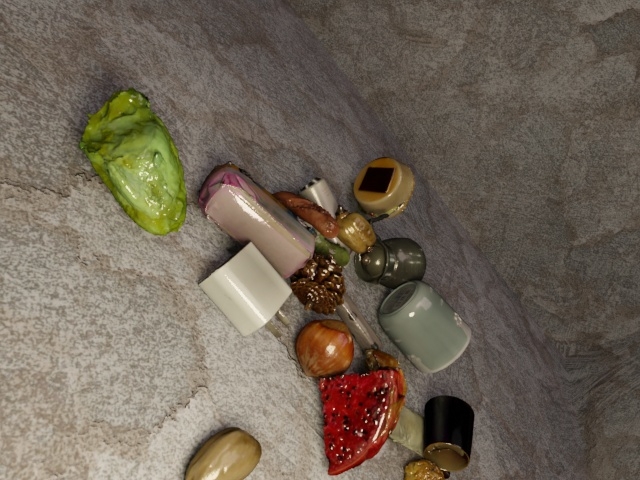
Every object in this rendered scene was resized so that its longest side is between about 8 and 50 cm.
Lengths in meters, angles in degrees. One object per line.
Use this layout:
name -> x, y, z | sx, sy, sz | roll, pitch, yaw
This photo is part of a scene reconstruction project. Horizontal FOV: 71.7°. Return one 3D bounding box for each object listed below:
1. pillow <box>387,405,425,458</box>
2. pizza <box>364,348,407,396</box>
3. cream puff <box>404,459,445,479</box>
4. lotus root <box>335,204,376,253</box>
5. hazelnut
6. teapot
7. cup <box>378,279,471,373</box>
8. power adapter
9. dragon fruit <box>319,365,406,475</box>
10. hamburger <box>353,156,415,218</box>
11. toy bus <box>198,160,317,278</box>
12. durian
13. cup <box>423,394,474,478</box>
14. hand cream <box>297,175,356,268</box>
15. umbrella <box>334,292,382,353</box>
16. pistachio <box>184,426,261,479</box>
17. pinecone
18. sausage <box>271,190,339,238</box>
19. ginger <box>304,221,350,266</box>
pillow -> 0.279, 0.615, 1.464 | 0.230, 0.050, 0.148 | 40, 40, -29
pizza -> 0.216, 0.462, 1.447 | 0.147, 0.069, 0.226 | 9, 51, -47
cream puff -> 0.327, 0.737, 1.358 | 0.144, 0.103, 0.126 | 34, 36, -40
lotus root -> 0.119, -0.043, 1.658 | 0.221, 0.125, 0.118 | 48, -5, -15
hazelnut -> 0.018, 0.314, 1.283 | 0.182, 0.182, 0.182 | 34, 37, -31
teapot -> 0.273, 0.051, 1.786 | 0.285, 0.223, 0.305 | 7, 99, -43
cup -> 0.375, 0.304, 1.732 | 0.274, 0.259, 0.356 | 48, 1, -11
power adapter -> -0.179, 0.152, 1.208 | 0.255, 0.124, 0.187 | 50, 32, -6
dragon fruit -> 0.116, 0.451, 1.255 | 0.240, 0.302, 0.330 | 48, 3, 14
hamburger -> 0.294, -0.241, 2.051 | 0.170, 0.302, 0.302 | 35, 36, -44
toy bus -> -0.185, -0.059, 1.320 | 0.386, 0.171, 0.162 | 41, 10, -21
durian -> -0.440, -0.172, 1.075 | 0.256, 0.204, 0.339 | -128, -158, -52
cup -> 0.436, 0.664, 1.466 | 0.239, 0.166, 0.177 | 61, 29, -21
hand cream -> 0.044, -0.077, 1.747 | 0.358, 0.118, 0.185 | 58, 31, -13
umbrella -> 0.100, 0.253, 1.542 | 0.337, 0.067, 0.073 | 55, 28, -1
pistachio -> -0.202, 0.460, 0.916 | 0.108, 0.126, 0.185 | 22, 18, 34
pinecone -> -0.007, 0.130, 1.418 | 0.212, 0.169, 0.185 | -96, 170, -55
sausage -> -0.056, -0.100, 1.502 | 0.327, 0.087, 0.079 | 31, -27, 39
ginger -> -0.003, -0.003, 1.620 | 0.290, 0.089, 0.137 | 48, 37, -12
